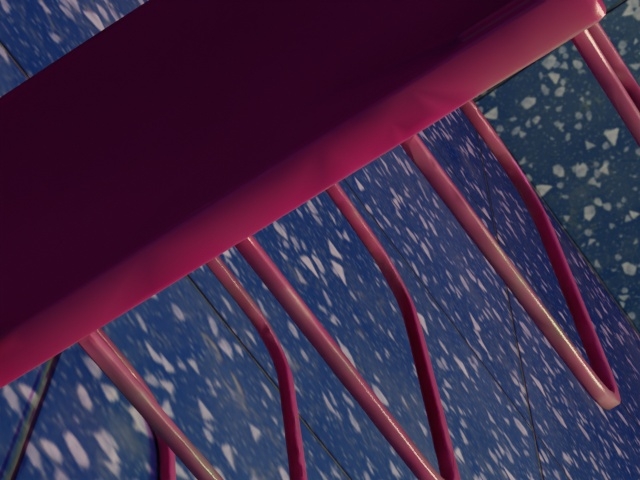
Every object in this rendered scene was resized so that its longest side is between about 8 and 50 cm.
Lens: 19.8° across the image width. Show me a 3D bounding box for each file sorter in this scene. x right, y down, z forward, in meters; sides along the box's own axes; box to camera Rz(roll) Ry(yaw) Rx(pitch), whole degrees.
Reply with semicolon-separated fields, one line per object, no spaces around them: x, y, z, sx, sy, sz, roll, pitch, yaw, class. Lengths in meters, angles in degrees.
0.000;0.000;0.734;0.182;0.290;0.202;52;13;-28;file sorter
